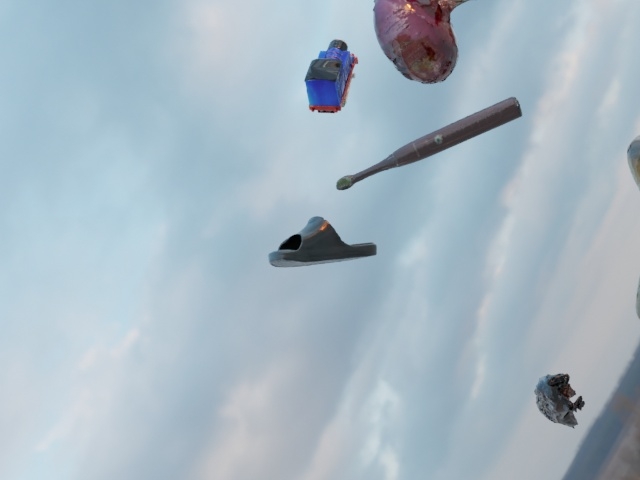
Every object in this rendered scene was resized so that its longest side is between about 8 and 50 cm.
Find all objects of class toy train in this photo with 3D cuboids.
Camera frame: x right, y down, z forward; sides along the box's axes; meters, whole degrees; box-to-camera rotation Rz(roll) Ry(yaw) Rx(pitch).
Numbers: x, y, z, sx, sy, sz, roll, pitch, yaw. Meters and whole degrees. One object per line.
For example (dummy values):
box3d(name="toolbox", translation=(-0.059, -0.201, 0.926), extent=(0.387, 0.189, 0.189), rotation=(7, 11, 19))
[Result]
box3d(name="toy train", translation=(0.029, -0.396, 2.079), extent=(0.131, 0.083, 0.204), rotation=(76, -157, -47))

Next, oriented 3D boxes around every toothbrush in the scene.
box3d(name="toothbrush", translation=(0.187, -0.168, 1.565), extent=(0.364, 0.041, 0.041), rotation=(-22, -11, 20))

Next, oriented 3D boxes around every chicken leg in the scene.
box3d(name="chicken leg", translation=(0.484, 0.328, 1.780), extent=(0.063, 0.105, 0.234), rotation=(-39, -27, -8))

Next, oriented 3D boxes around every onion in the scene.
box3d(name="onion", translation=(0.152, -0.295, 1.175), extent=(0.140, 0.150, 0.150), rotation=(-29, -6, 30))

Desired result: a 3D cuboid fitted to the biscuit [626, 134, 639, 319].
box3d(name="biscuit", translation=(0.379, -0.033, 0.919), extent=(0.164, 0.047, 0.208), rotation=(-26, -63, -29))

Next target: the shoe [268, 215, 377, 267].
box3d(name="shoe", translation=(0.000, 0.000, 1.711), extent=(0.241, 0.108, 0.093), rotation=(-3, -95, -34))
